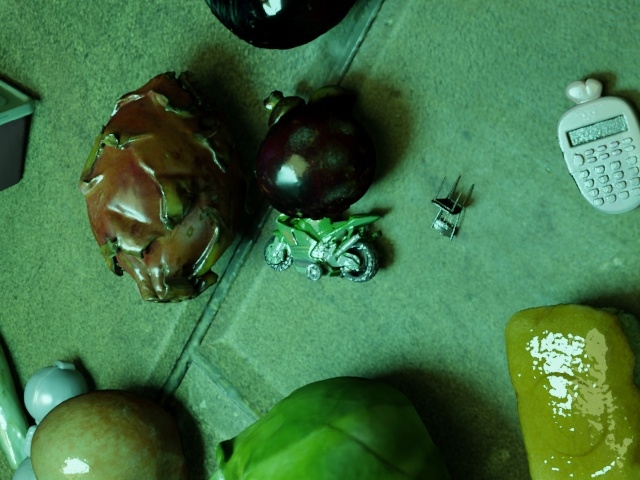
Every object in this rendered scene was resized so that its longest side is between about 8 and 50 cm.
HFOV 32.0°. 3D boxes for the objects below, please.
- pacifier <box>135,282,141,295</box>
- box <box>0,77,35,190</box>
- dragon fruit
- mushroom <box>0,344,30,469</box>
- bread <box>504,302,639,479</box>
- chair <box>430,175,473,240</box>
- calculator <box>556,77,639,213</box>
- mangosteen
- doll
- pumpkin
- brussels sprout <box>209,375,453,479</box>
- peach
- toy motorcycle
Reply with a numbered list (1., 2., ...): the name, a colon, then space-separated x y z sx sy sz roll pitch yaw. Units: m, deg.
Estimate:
1. pacifier: -0.239 0.052 1.728 0.099 0.081 0.078 -32 48 12
2. box: -0.624 -0.155 1.809 0.193 0.294 0.167 32 128 25
3. dragon fruit: -0.219 -0.071 1.574 0.250 0.250 0.315 -17 94 36
4. mushroom: -0.585 0.262 1.998 0.312 0.081 0.100 64 169 4
5. bread: 0.317 0.188 1.332 0.174 0.121 0.245 -6 100 34
6. chair: 0.162 -0.040 1.431 0.037 0.042 0.086 35 119 28
7. calculator: 0.332 -0.111 1.308 0.103 0.024 0.166 -16 94 37
8. mangosteen: -0.008 -0.118 1.463 0.172 0.172 0.184 -3 78 35
9. doll: -0.453 0.343 1.894 0.151 0.151 0.287 12 105 32
10. pumpkin: -0.053 -0.358 1.430 0.233 0.163 0.233 8 103 34
11. brussels sprout: 0.021 0.340 1.475 0.276 0.315 0.371 50 165 -16
12. peach: -0.327 0.357 1.754 0.252 0.252 0.252 9 106 33
13. toy motorcycle: 0.000 0.000 1.543 0.190 0.074 0.106 7 97 34
